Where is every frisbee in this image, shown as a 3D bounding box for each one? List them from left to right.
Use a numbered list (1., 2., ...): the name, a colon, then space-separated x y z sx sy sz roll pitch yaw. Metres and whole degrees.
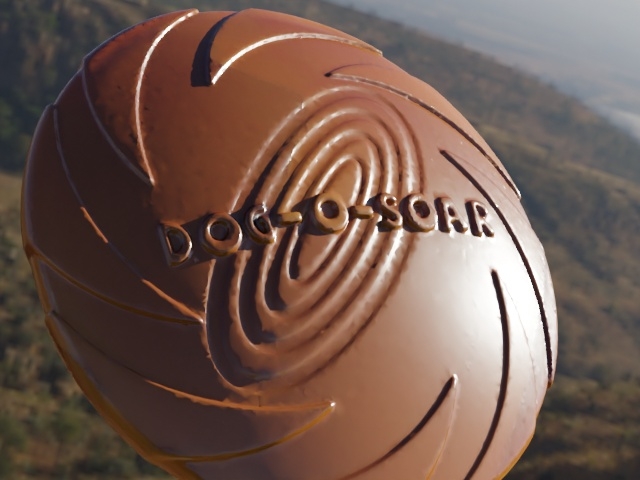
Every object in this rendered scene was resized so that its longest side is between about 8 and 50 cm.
1. frisbee: 0.000 0.000 0.504 0.192 0.035 0.192 15 56 -23
